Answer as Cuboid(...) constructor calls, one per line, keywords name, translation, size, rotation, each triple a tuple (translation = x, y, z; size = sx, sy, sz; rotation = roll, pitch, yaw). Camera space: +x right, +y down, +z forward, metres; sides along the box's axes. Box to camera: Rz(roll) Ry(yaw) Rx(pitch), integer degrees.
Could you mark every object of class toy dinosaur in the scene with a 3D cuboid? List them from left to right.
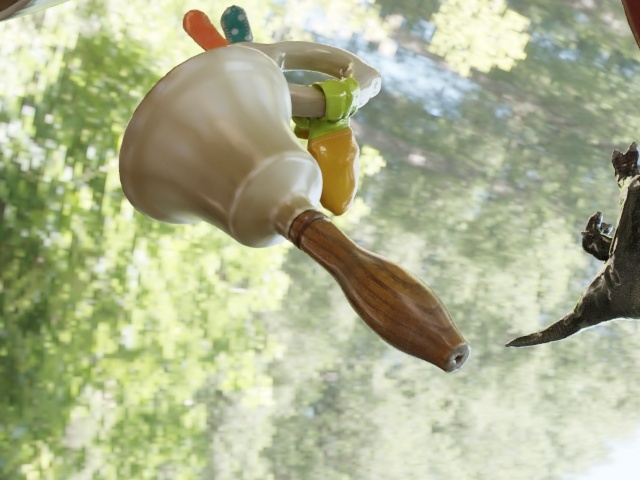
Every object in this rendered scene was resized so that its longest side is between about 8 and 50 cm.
Cuboid(name="toy dinosaur", translation=(0.260, -0.012, 1.072), size=(0.313, 0.121, 0.160), rotation=(-26, -154, 8))

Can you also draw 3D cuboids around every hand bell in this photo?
Cuboid(name="hand bell", translation=(0.000, 0.000, 0.871), size=(0.242, 0.126, 0.126), rotation=(42, -72, 36))

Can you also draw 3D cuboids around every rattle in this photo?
Cuboid(name="rattle", translation=(-0.044, -0.132, 1.465), size=(0.199, 0.130, 0.143), rotation=(17, -40, 22))

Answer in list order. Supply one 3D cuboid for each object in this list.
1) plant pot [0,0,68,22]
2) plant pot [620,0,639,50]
Cuboid(name="plant pot", translation=(-0.203, -0.295, 1.168), size=(0.256, 0.274, 0.257), rotation=(5, -78, 25))
Cuboid(name="plant pot", translation=(0.220, -0.107, 0.321), size=(0.272, 0.265, 0.272), rotation=(46, -33, 41))
